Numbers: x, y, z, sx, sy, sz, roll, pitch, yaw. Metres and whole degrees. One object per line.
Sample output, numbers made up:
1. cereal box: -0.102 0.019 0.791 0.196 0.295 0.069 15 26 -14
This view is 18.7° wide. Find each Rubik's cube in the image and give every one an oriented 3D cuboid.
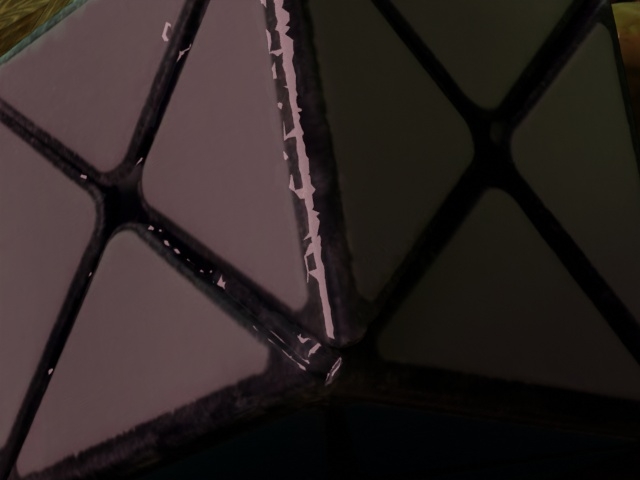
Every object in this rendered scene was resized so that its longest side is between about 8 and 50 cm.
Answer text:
1. Rubik's cube: 0.000 0.000 0.971 0.260 0.259 0.254 -26 63 40

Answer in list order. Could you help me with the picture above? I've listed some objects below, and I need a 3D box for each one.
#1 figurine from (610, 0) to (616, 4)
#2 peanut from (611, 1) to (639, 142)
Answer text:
1. figurine: 0.105 -0.175 1.272 0.237 0.162 0.141 -47 -19 6
2. peanut: 0.127 -0.072 1.131 0.236 0.120 0.110 -26 69 36
